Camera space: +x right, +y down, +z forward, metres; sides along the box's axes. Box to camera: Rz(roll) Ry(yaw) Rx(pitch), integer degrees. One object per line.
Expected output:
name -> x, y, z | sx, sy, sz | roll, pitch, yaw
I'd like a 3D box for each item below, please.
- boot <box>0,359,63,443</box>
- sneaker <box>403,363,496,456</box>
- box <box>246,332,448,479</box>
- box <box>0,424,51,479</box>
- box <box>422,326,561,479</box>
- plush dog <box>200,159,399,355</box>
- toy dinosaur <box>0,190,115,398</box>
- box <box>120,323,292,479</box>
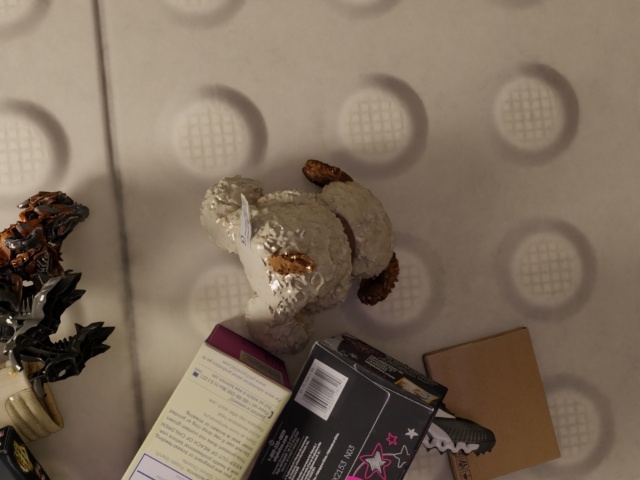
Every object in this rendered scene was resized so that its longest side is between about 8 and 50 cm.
boot -> -0.475, 0.180, 0.804 | 0.204, 0.095, 0.261 | -27, 102, -6
sneaker -> 0.132, 0.231, 0.878 | 0.235, 0.078, 0.106 | 12, 82, 6
box -> 0.026, 0.261, 0.782 | 0.164, 0.142, 0.247 | 28, 95, 18
box -> -0.423, 0.353, 0.788 | 0.175, 0.051, 0.220 | -20, 119, -7
box -> 0.254, 0.245, 0.930 | 0.165, 0.021, 0.201 | -14, 89, -7
plush dog -> 0.000, 0.000, 0.842 | 0.226, 0.211, 0.262 | -26, 93, -33
toy dinosaur -> -0.389, 0.082, 0.779 | 0.219, 0.164, 0.321 | 22, 80, 16
box -> -0.148, 0.245, 0.787 | 0.117, 0.213, 0.242 | 31, 85, -4
